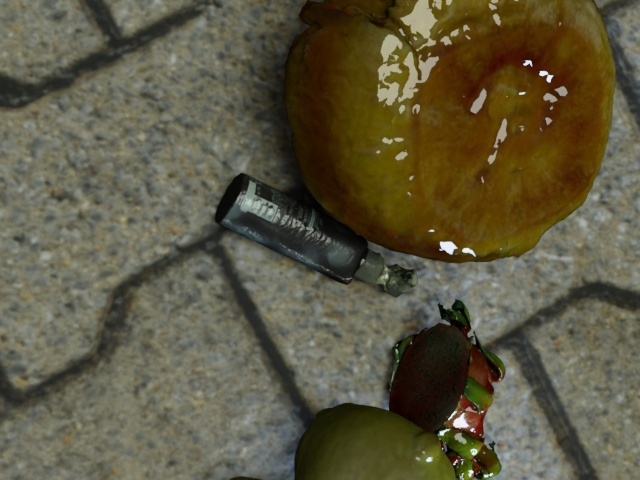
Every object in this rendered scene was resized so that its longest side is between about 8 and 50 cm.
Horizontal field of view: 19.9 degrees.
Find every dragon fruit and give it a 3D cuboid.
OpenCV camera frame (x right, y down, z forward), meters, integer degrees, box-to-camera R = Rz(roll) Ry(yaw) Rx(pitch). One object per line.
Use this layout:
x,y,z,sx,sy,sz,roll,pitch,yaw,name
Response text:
0.125,0.164,1.830,0.142,0.138,0.175,-31,122,2,dragon fruit

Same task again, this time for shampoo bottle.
-0.001,0.001,1.803,0.208,0.063,0.057,26,89,-20,shampoo bottle

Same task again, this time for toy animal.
-0.031,0.311,1.723,0.363,0.180,0.181,-42,97,-13,toy animal

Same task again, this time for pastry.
0.130,-0.135,1.776,0.356,0.164,0.356,-8,107,-27,pastry
